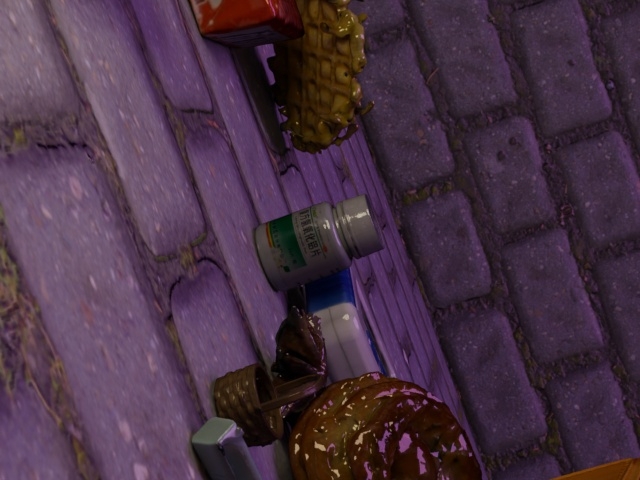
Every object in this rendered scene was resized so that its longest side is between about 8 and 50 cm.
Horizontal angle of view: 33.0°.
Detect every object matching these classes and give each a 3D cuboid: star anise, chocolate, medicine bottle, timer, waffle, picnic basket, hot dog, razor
[{"bbox_3d":[-0.019,0.131,1.056,0.129,0.056,0.124,56,41,-73],"label":"star anise"},{"bbox_3d":[-0.115,-0.361,1.370,0.237,0.108,0.235,-41,112,-79],"label":"chocolate"},{"bbox_3d":[0.000,0.000,1.196,0.080,0.130,0.080,-20,90,-81],"label":"medicine bottle"},{"bbox_3d":[0.040,0.150,1.299,0.178,0.078,0.253,-98,167,-60],"label":"timer"},{"bbox_3d":[-0.014,-0.258,1.539,0.262,0.060,0.280,69,-27,20],"label":"waffle"},{"bbox_3d":[-0.036,0.126,0.855,0.072,0.083,0.072,-20,90,-82],"label":"picnic basket"},{"bbox_3d":[0.071,0.263,1.029,0.196,0.122,0.272,-44,123,-42],"label":"hot dog"},{"bbox_3d":[-0.022,0.249,0.809,0.111,0.056,0.278,-44,113,-41],"label":"razor"}]

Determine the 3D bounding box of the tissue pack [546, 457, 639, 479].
[{"bbox_3d":[0.089,0.266,0.639,0.145,0.274,0.194,-2,71,-68],"label":"tissue pack"}]
